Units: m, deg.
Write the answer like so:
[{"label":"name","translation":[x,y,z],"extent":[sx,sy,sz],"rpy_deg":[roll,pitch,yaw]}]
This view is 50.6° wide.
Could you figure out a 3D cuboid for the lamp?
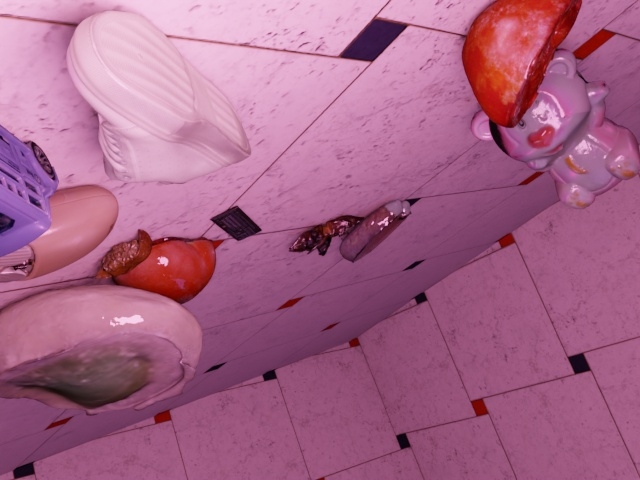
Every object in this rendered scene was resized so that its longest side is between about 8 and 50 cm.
[{"label":"lamp","translation":[0.484,-0.239,1.366],"extent":[0.247,0.301,0.247],"rpy_deg":[-40,-158,44]}]

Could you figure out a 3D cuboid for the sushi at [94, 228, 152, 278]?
[{"label":"sushi","translation":[-0.360,0.031,1.235],"extent":[0.120,0.052,0.055],"rpy_deg":[-30,147,22]}]

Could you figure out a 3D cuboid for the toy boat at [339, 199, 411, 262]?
[{"label":"toy boat","translation":[0.137,-0.037,1.828],"extent":[0.227,0.085,0.155],"rpy_deg":[-44,169,18]}]

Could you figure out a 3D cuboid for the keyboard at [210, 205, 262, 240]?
[{"label":"keyboard","translation":[-0.173,-0.033,1.417],"extent":[0.063,0.010,0.198],"rpy_deg":[-26,165,3]}]

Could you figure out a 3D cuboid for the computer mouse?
[{"label":"computer mouse","translation":[-0.399,-0.004,0.968],"extent":[0.236,0.082,0.145],"rpy_deg":[-23,166,-40]}]

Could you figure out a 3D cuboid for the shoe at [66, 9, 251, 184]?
[{"label":"shoe","translation":[-0.215,-0.141,0.791],"extent":[0.160,0.132,0.363],"rpy_deg":[-25,169,11]}]

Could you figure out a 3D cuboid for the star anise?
[{"label":"star anise","translation":[-0.002,-0.003,1.714],"extent":[0.212,0.053,0.157],"rpy_deg":[-20,163,-31]}]

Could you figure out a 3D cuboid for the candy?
[{"label":"candy","translation":[-0.432,0.207,1.323],"extent":[0.426,0.186,0.386],"rpy_deg":[-19,144,23]}]

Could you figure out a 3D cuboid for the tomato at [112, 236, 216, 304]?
[{"label":"tomato","translation":[-0.311,0.081,1.382],"extent":[0.199,0.112,0.228],"rpy_deg":[-34,160,32]}]

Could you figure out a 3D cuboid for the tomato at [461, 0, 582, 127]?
[{"label":"tomato","translation":[0.303,-0.306,1.071],"extent":[0.233,0.139,0.200],"rpy_deg":[-65,165,7]}]

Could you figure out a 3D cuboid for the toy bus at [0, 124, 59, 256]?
[{"label":"toy bus","translation":[-0.384,-0.064,0.727],"extent":[0.125,0.133,0.292],"rpy_deg":[-27,165,-3]}]
